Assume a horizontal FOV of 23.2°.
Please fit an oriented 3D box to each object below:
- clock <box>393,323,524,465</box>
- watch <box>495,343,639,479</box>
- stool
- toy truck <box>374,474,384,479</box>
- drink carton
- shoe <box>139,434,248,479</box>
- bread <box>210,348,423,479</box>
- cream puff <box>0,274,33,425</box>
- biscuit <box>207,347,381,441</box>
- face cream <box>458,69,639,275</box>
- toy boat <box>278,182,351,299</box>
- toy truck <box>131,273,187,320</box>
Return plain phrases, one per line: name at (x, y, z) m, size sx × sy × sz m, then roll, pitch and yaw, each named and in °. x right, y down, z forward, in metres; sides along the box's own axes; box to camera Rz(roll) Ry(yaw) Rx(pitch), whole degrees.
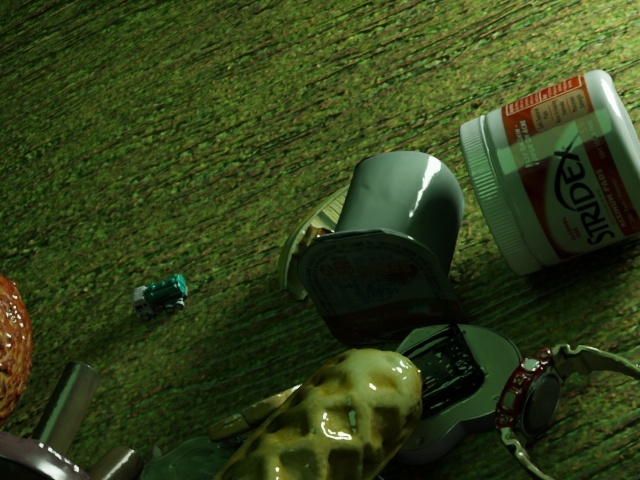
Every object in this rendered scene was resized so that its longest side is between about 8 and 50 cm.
clock at (0.138, 0.161, 1.831) m, size 0.198 × 0.064 × 0.172 m, roll -28°, pitch 43°, yaw 6°
watch at (0.312, 0.214, 1.664) m, size 0.268 × 0.102 × 0.165 m, roll 34°, pitch 81°, yaw 37°
stool at (-0.354, 0.279, 1.897) m, size 0.272 × 0.272 × 0.178 m, roll -6°, pitch 40°, yaw 28°
toy truck at (0.013, 0.371, 1.693) m, size 0.242 × 0.101 × 0.125 m, roll -40°, pitch 34°, yaw -4°
drink carton at (0.095, -0.002, 1.928) m, size 0.185 × 0.191 × 0.189 m, roll -6°, pitch 43°, yaw 31°
shoe at (-0.099, 0.273, 1.843) m, size 0.293 × 0.109 × 0.149 m, roll -15°, pitch 46°, yaw 22°
bread at (0.008, 0.218, 1.681) m, size 0.268 × 0.130 × 0.152 m, roll -45°, pitch 3°, yaw -30°
cream puff at (-0.507, 0.165, 2.062) m, size 0.229 × 0.350 × 0.350 m, roll 19°, pitch 61°, yaw 15°
biscuit at (-0.014, 0.178, 1.842) m, size 0.234 × 0.030 × 0.153 m, roll -20°, pitch -5°, yaw -42°
face cream at (0.287, -0.080, 1.853) m, size 0.187 × 0.201 × 0.201 m, roll -21°, pitch 43°, yaw 14°
toy boat at (0.000, 0.000, 2.065) m, size 0.066 × 0.065 × 0.172 m, roll 7°, pitch 60°, yaw 53°
toy truck at (-0.222, 0.076, 2.152) m, size 0.083 × 0.044 × 0.039 m, roll -19°, pitch 41°, yaw 16°
